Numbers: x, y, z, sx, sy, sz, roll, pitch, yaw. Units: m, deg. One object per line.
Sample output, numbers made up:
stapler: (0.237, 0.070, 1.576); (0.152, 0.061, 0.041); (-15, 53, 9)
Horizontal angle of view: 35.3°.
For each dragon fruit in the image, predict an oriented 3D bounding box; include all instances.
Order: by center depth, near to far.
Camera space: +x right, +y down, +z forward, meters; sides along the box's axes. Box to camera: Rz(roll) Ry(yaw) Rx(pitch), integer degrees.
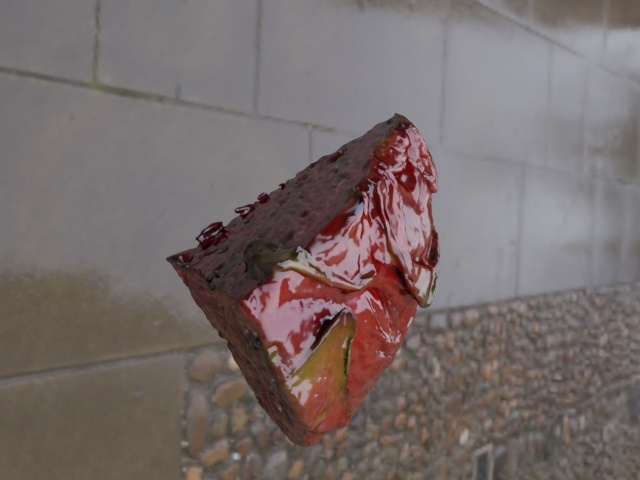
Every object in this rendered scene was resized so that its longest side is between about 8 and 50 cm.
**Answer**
dragon fruit: (0.000, 0.000, 0.953); (0.330, 0.240, 0.302); (-58, 175, -17)
